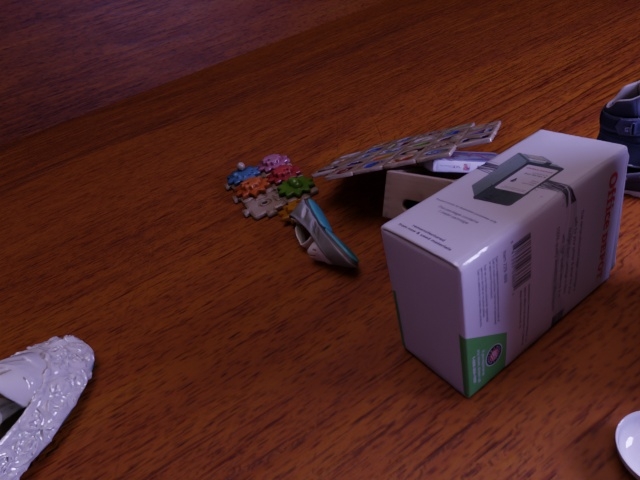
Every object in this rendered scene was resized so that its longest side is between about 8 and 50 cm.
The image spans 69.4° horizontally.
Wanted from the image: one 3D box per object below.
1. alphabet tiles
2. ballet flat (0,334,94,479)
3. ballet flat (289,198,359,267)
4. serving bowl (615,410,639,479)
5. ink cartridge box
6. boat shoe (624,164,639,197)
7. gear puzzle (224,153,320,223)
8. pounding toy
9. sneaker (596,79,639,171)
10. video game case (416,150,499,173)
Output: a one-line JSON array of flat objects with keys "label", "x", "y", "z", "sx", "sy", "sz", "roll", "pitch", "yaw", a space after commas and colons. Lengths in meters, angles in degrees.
[{"label": "alphabet tiles", "x": 0.165, "y": -0.177, "z": 0.905, "sx": 0.343, "sy": 0.011, "sz": 0.285, "roll": -7, "pitch": 19, "yaw": 29}, {"label": "ballet flat", "x": -0.433, "y": 0.253, "z": 0.584, "sx": 0.147, "sy": 0.146, "sz": 0.408, "roll": -6, "pitch": 36, "yaw": 14}, {"label": "ballet flat", "x": 0.000, "y": 0.000, "z": 0.831, "sx": 0.068, "sy": 0.072, "sz": 0.213, "roll": -44, "pitch": 40, "yaw": 9}, {"label": "serving bowl", "x": 0.329, "y": 0.207, "z": 0.442, "sx": 0.084, "sy": 0.027, "sz": 0.083, "roll": -11, "pitch": 35, "yaw": 8}, {"label": "ink cartridge box", "x": 0.236, "y": 0.019, "z": 0.580, "sx": 0.289, "sy": 0.211, "sz": 0.122, "roll": -30, "pitch": 36, "yaw": -21}, {"label": "boat shoe", "x": 0.503, "y": -0.120, "z": 0.791, "sx": 0.206, "sy": 0.064, "sz": 0.075, "roll": 16, "pitch": 46, "yaw": 37}, {"label": "gear puzzle", "x": -0.108, "y": -0.120, "z": 1.044, "sx": 0.176, "sy": 0.044, "sz": 0.339, "roll": -25, "pitch": 36, "yaw": -13}, {"label": "pounding toy", "x": 0.201, "y": -0.085, "z": 0.843, "sx": 0.181, "sy": 0.094, "sz": 0.206, "roll": 16, "pitch": 21, "yaw": 38}, {"label": "sneaker", "x": 0.585, "y": -0.184, "z": 0.766, "sx": 0.226, "sy": 0.163, "sz": 0.086, "roll": 13, "pitch": 42, "yaw": 32}, {"label": "video game case", "x": 0.272, "y": -0.149, "z": 0.862, "sx": 0.184, "sy": 0.023, "sz": 0.201, "roll": 2, "pitch": 17, "yaw": -3}]
